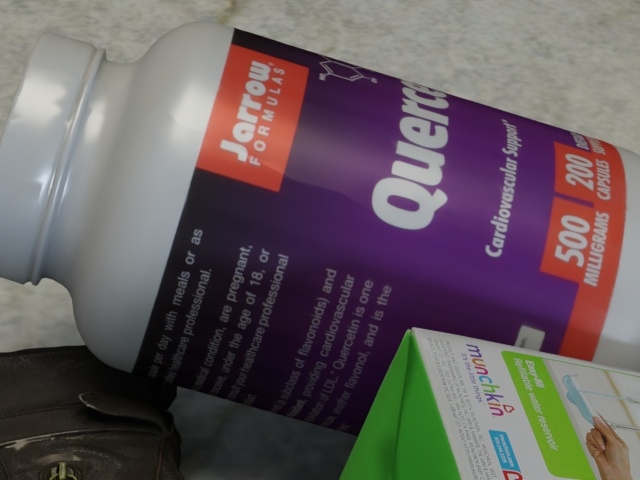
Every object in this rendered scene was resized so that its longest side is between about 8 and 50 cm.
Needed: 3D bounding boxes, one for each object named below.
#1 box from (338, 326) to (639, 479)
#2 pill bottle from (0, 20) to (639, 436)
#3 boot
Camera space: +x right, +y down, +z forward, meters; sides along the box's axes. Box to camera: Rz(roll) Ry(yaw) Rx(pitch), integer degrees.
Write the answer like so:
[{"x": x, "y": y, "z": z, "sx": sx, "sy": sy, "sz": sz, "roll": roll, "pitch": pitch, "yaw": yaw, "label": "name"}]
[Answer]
[{"x": 0.143, "y": 0.173, "z": 0.592, "sx": 0.231, "sy": 0.127, "sz": 0.262, "roll": 12, "pitch": 32, "yaw": -19, "label": "box"}, {"x": 0.000, "y": 0.000, "z": 0.765, "sx": 0.322, "sy": 0.182, "sz": 0.181, "roll": 16, "pitch": 34, "yaw": -7, "label": "pill bottle"}, {"x": -0.159, "y": 0.135, "z": 0.695, "sx": 0.262, "sy": 0.091, "sz": 0.229, "roll": -7, "pitch": 31, "yaw": -25, "label": "boot"}]
